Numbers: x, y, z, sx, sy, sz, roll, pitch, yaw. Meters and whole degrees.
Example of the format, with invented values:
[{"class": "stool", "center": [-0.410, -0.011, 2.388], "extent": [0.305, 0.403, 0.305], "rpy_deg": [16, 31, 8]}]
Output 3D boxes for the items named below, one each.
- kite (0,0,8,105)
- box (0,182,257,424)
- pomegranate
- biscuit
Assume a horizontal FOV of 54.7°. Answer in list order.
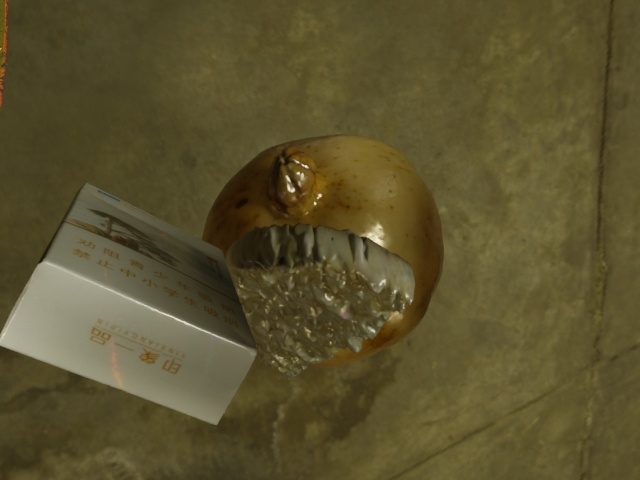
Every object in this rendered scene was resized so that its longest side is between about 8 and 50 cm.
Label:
[{"class": "kite", "center": [-0.475, -0.141, 0.726], "extent": [0.377, 0.327, 0.013], "rpy_deg": [-44, 162, 3]}, {"class": "box", "center": [-0.142, 0.035, 0.487], "extent": [0.150, 0.233, 0.067], "rpy_deg": [31, 97, -21]}, {"class": "pomegranate", "center": [0.000, 0.000, 0.955], "extent": [0.411, 0.410, 0.409], "rpy_deg": [-13, 121, -22]}, {"class": "biscuit", "center": [-0.026, 0.056, 0.707], "extent": [0.179, 0.281, 0.084], "rpy_deg": [39, 51, -12]}]
